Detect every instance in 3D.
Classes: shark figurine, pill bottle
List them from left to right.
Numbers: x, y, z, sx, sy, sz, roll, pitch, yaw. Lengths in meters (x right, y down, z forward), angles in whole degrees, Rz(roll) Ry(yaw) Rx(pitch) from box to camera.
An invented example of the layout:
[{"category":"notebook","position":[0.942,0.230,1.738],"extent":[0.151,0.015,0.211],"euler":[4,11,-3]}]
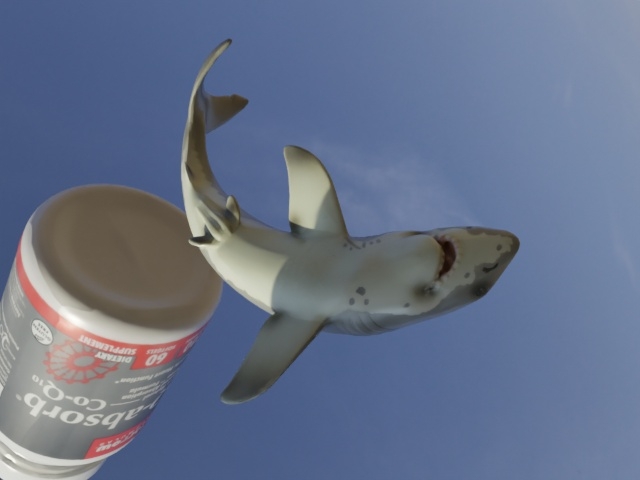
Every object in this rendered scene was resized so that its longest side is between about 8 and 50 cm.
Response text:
[{"category":"pill bottle","position":[-0.273,0.129,0.782],"extent":[0.210,0.363,0.210],"euler":[22,-143,-17]},{"category":"shark figurine","position":[-0.026,0.001,0.439],"extent":[0.278,0.166,0.116],"euler":[40,180,34]}]
